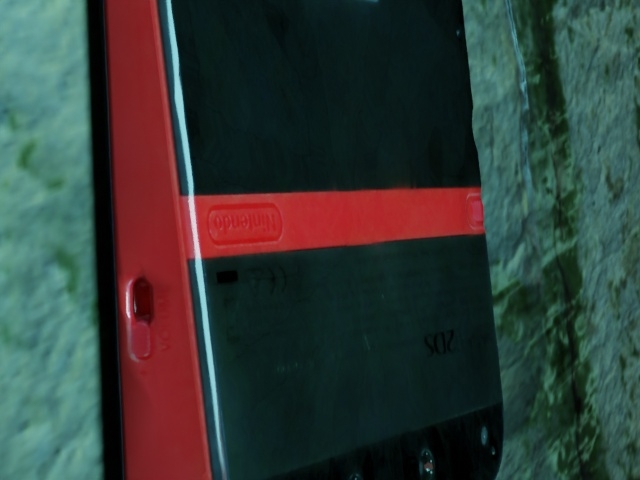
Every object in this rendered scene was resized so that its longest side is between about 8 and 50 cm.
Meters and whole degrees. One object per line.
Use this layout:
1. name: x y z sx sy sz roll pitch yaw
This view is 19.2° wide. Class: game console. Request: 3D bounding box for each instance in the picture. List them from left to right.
1. game console: 0.000 0.000 1.004 0.386 0.060 0.342 -5 88 -65
